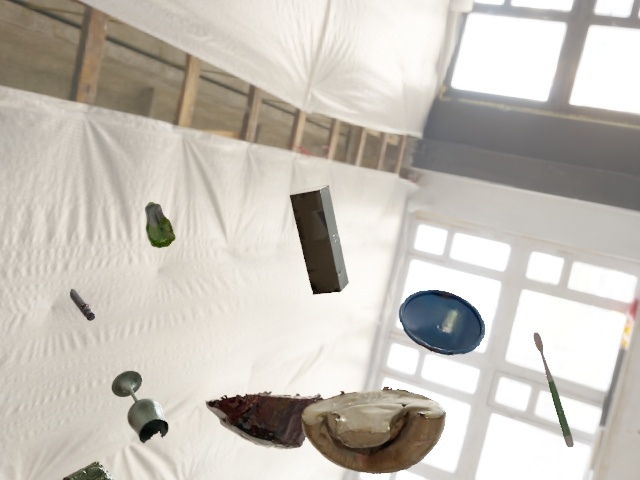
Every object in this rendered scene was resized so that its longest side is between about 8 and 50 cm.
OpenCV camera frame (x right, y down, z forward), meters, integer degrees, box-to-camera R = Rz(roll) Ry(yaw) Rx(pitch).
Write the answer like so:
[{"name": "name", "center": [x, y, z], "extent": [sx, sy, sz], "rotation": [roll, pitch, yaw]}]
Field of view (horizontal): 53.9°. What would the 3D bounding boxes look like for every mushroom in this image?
[{"name": "mushroom", "center": [0.110, 0.384, 1.221], "extent": [0.156, 0.285, 0.151], "rotation": [-44, -55, -66]}]

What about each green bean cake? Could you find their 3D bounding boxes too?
[{"name": "green bean cake", "center": [-0.498, 0.605, 1.399], "extent": [0.094, 0.181, 0.173], "rotation": [-22, -33, -52]}]

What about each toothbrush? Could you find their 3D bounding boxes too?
[{"name": "toothbrush", "center": [0.475, 0.305, 1.286], "extent": [0.024, 0.018, 0.257], "rotation": [-32, -76, -71]}]

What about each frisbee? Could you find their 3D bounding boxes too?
[{"name": "frisbee", "center": [0.330, 0.228, 1.726], "extent": [0.242, 0.242, 0.045], "rotation": [-52, -21, -47]}]

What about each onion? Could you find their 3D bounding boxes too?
[{"name": "onion", "center": [-0.155, 0.459, 1.603], "extent": [0.314, 0.280, 0.146], "rotation": [131, 140, -70]}]

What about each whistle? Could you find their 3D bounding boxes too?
[{"name": "whistle", "center": [-0.749, 0.202, 1.976], "extent": [0.033, 0.176, 0.033], "rotation": [-20, -56, -33]}]

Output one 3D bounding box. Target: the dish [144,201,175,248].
[{"name": "dish", "center": [-0.475, -0.042, 1.806], "extent": [0.091, 0.039, 0.137], "rotation": [-19, -87, -49]}]

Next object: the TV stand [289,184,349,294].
[{"name": "TV stand", "center": [0.000, 0.000, 1.622], "extent": [0.083, 0.088, 0.270], "rotation": [-41, -60, -67]}]

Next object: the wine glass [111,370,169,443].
[{"name": "wine glass", "center": [-0.414, 0.381, 1.443], "extent": [0.079, 0.195, 0.079], "rotation": [-16, -59, -28]}]
